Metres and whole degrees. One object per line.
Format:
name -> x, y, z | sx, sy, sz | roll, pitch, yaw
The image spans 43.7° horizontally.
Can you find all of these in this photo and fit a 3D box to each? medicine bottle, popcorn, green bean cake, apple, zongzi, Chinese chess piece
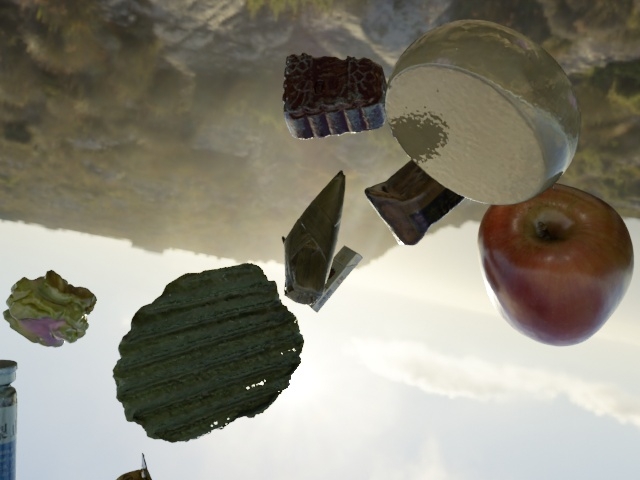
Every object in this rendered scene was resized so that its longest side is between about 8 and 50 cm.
medicine bottle -> -0.377, 0.236, 0.924 | 0.051, 0.191, 0.051 | 3, -175, 0
popcorn -> -0.465, 0.116, 1.366 | 0.145, 0.126, 0.126 | 15, 156, 17
green bean cake -> 0.031, -0.328, 1.758 | 0.233, 0.198, 0.097 | -4, 146, 12
apple -> 0.356, 0.040, 1.238 | 0.242, 0.242, 0.241 | 10, 150, 19
zongzi -> 0.000, 0.000, 1.263 | 0.078, 0.176, 0.160 | 20, -143, -21
Chinese chess piece -> 0.214, -0.166, 1.069 | 0.273, 0.102, 0.273 | 32, 155, 17

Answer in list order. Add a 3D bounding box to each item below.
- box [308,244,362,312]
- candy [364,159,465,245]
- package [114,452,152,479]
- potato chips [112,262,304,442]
box -> 0.025, 0.089, 1.863 | 0.024, 0.167, 0.090 | 41, 177, -22
candy -> 0.203, -0.108, 1.294 | 0.143, 0.271, 0.101 | 56, 166, -29
package -> -0.206, 0.291, 0.832 | 0.047, 0.131, 0.071 | 36, -168, -49
potato chips -> -0.246, 0.241, 1.739 | 0.429, 0.358, 0.070 | -17, -170, -12
